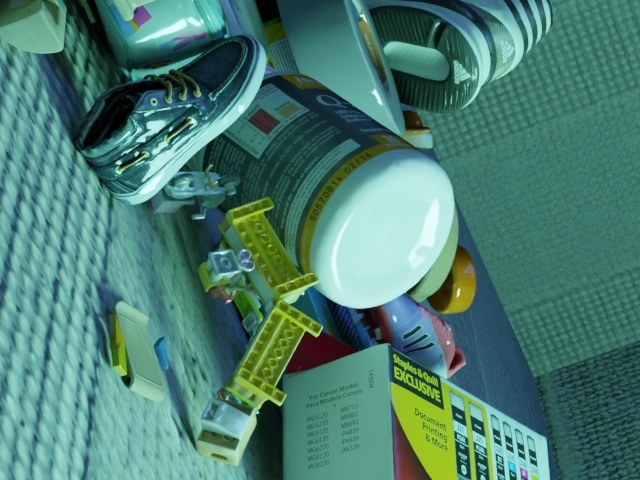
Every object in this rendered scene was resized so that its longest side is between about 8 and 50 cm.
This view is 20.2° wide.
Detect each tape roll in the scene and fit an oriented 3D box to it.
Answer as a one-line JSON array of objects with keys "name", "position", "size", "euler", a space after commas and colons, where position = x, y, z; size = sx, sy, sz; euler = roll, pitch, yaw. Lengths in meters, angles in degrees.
[{"name": "tape roll", "position": [0.022, -0.204, 1.956], "size": [0.219, 0.072, 0.219], "euler": [-20, 90, -79]}]

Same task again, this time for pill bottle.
[{"name": "pill bottle", "position": [-0.017, -0.066, 1.707], "size": [0.278, 0.162, 0.162], "euler": [38, -14, 40]}]

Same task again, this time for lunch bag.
[{"name": "lunch bag", "position": [-0.163, -0.256, 1.607], "size": [0.279, 0.108, 0.224], "euler": [101, -33, -86]}]

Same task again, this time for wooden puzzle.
[{"name": "wooden puzzle", "position": [-0.145, 0.088, 1.410], "size": [0.116, 0.014, 0.078], "euler": [50, 26, -62]}]

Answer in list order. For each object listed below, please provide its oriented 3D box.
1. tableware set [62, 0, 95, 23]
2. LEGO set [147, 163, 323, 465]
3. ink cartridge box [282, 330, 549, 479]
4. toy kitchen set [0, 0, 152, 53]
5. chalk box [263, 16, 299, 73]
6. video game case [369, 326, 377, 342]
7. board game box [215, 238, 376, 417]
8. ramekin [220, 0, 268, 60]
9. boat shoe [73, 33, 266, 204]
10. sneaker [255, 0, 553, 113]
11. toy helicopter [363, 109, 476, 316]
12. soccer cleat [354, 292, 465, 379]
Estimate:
[{"name": "tableware set", "position": [-0.249, -0.277, 1.515], "size": [0.128, 0.039, 0.194], "euler": [-117, -175, -55]}, {"name": "LEGO set", "position": [-0.077, 0.078, 1.588], "size": [0.107, 0.132, 0.287], "euler": [130, -44, -51]}, {"name": "ink cartridge box", "position": [0.099, 0.223, 1.753], "size": [0.309, 0.130, 0.272], "euler": [32, 48, -48]}, {"name": "toy kitchen set", "position": [-0.202, -0.272, 1.370], "size": [0.122, 0.166, 0.207], "euler": [-97, 164, -52]}, {"name": "chalk box", "position": [-0.053, -0.174, 2.075], "size": [0.213, 0.132, 0.132], "euler": [-30, 99, -79]}, {"name": "video game case", "position": [0.000, 0.000, 2.302], "size": [0.248, 0.035, 0.275], "euler": [23, 48, -77]}, {"name": "board game box", "position": [0.002, 0.125, 1.929], "size": [0.254, 0.079, 0.336], "euler": [-58, 127, -77]}, {"name": "ramekin", "position": [-0.134, -0.240, 1.844], "size": [0.207, 0.109, 0.207], "euler": [-20, 90, -80]}, {"name": "boat shoe", "position": [-0.123, -0.118, 1.500], "size": [0.065, 0.183, 0.083], "euler": [33, -13, 38]}, {"name": "sneaker", "position": [0.090, -0.293, 2.206], "size": [0.447, 0.257, 0.169], "euler": [24, -49, 37]}, {"name": "toy helicopter", "position": [0.066, -0.073, 2.150], "size": [0.355, 0.140, 0.235], "euler": [-132, -136, -52]}, {"name": "soccer cleat", "position": [0.098, 0.096, 1.909], "size": [0.248, 0.095, 0.083], "euler": [69, -4, -62]}]
